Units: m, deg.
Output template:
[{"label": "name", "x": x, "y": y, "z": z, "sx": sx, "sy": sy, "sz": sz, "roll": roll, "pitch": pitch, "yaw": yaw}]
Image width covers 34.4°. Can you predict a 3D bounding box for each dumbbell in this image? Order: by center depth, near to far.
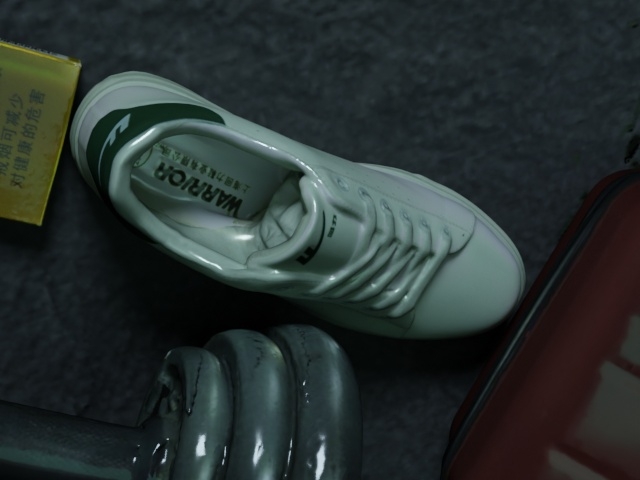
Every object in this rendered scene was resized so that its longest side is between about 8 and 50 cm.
[{"label": "dumbbell", "x": -0.155, "y": 0.091, "z": 0.469, "sx": 0.406, "sy": 0.179, "sz": 0.179, "roll": 16, "pitch": 102, "yaw": -19}]

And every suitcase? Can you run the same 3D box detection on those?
[{"label": "suitcase", "x": 0.232, "y": 0.113, "z": 0.546, "sx": 0.297, "sy": 0.161, "sz": 0.236, "roll": 29, "pitch": 102, "yaw": 0}]

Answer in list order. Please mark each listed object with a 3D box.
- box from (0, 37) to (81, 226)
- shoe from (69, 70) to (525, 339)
[{"label": "box", "x": -0.200, "y": -0.065, "z": 0.493, "sx": 0.156, "sy": 0.022, "sz": 0.089, "roll": 12, "pitch": 102, "yaw": -17}, {"label": "shoe", "x": 0.000, "y": 0.000, "z": 0.519, "sx": 0.264, "sy": 0.110, "sz": 0.095, "roll": 21, "pitch": 99, "yaw": -17}]
